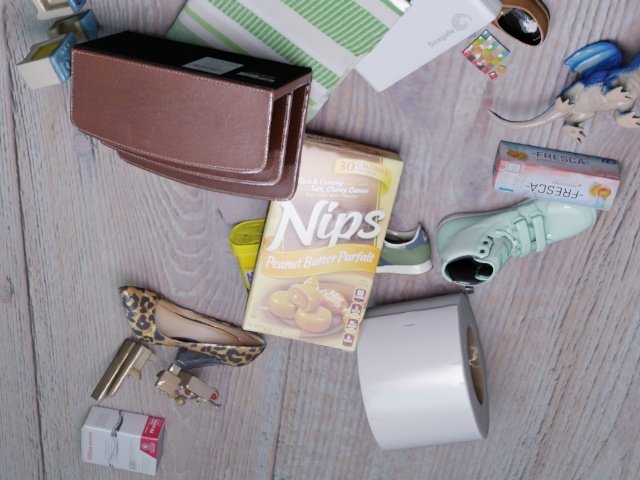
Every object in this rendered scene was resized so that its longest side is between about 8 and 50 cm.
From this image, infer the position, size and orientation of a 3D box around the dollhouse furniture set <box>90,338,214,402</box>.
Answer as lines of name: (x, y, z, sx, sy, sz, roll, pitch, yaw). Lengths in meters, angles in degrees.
dollhouse furniture set: (-0.305, 0.275, 1.827, 0.151, 0.123, 0.144, 36, 166, -21)

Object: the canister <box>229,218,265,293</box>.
canister: (-0.072, 0.052, 1.697, 0.126, 0.073, 0.169, -6, 126, 11)

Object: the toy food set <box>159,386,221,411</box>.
toy food set: (-0.248, 0.292, 1.929, 0.122, 0.019, 0.078, 12, 126, 0)

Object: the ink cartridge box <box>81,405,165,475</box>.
ink cartridge box: (-0.390, 0.395, 1.998, 0.151, 0.063, 0.109, 11, 127, 1)

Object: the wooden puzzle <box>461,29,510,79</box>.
wooden puzzle: (0.239, -0.270, 1.457, 0.083, 0.006, 0.049, 38, 122, -18)

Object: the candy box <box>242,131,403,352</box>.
candy box: (0.000, 0.000, 1.570, 0.183, 0.087, 0.316, 12, 106, -6)

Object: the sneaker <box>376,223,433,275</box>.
sneaker: (0.086, 0.010, 1.653, 0.192, 0.064, 0.086, -2, 118, 10)

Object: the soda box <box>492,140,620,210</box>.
soda box: (0.354, -0.098, 1.529, 0.183, 0.063, 0.058, 11, 127, 2)

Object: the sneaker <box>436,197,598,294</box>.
sneaker: (0.305, 0.009, 1.559, 0.256, 0.151, 0.094, -12, 121, 16)

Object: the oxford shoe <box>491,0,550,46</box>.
oxford shoe: (0.230, -0.339, 1.368, 0.212, 0.076, 0.076, 34, 125, -13)

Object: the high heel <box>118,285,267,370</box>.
high heel: (-0.219, 0.140, 1.762, 0.186, 0.093, 0.261, -12, 140, 24)

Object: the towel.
towel: (-0.049, -0.306, 1.401, 0.248, 0.038, 0.325, 35, 142, -12)

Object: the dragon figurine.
dragon figurine: (0.390, -0.219, 1.422, 0.289, 0.144, 0.085, -13, 126, 40)

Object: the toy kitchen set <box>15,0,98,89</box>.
toy kitchen set: (-0.376, -0.344, 1.399, 0.122, 0.166, 0.207, -14, 122, 19)

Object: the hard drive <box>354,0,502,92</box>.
hard drive: (0.040, -0.376, 1.343, 0.353, 0.047, 0.233, 43, 139, -19)

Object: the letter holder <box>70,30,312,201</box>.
letter holder: (-0.188, -0.156, 1.438, 0.302, 0.152, 0.214, 15, 113, 15)

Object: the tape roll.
tape roll: (0.174, 0.218, 1.673, 0.169, 0.246, 0.246, -9, 123, 15)
